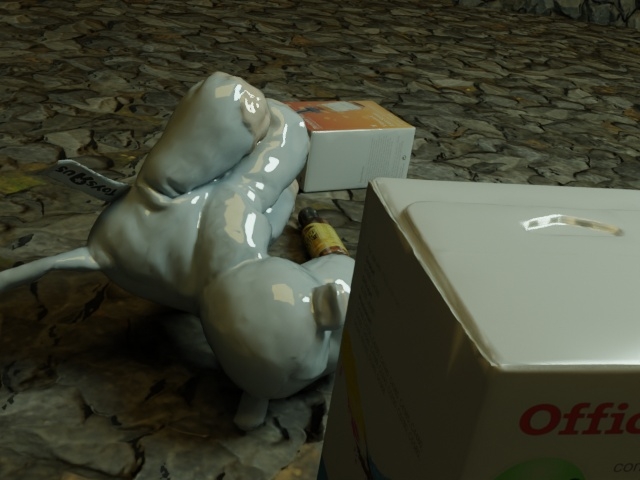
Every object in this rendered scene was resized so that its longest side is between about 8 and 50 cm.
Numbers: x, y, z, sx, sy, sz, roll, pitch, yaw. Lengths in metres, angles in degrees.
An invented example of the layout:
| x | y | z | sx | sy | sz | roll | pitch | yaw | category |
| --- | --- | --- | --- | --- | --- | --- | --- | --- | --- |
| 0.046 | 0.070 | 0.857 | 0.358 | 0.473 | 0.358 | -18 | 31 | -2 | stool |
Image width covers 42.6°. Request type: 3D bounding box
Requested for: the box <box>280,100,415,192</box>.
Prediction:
| x | y | z | sx | sy | sz | roll | pitch | yaw | category |
| --- | --- | --- | --- | --- | --- | --- | --- | --- | --- |
| 0.028 | -0.140 | 1.189 | 0.170 | 0.091 | 0.130 | -6 | 30 | -28 | box |

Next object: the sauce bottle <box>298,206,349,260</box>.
| x | y | z | sx | sy | sz | roll | pitch | yaw | category |
| --- | --- | --- | --- | --- | --- | --- | --- | --- | --- |
| 0.000 | 0.000 | 0.957 | 0.042 | 0.042 | 0.128 | 0 | 25 | -17 | sauce bottle |

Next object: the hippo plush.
| x | y | z | sx | sy | sz | roll | pitch | yaw | category |
| --- | --- | --- | --- | --- | --- | --- | --- | --- | --- |
| -0.057 | 0.007 | 0.704 | 0.236 | 0.234 | 0.294 | 38 | 18 | 27 | hippo plush |

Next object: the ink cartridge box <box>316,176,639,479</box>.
| x | y | z | sx | sy | sz | roll | pitch | yaw | category |
| --- | --- | --- | --- | --- | --- | --- | --- | --- | --- |
| 0.122 | 0.124 | 0.482 | 0.198 | 0.270 | 0.197 | 2 | 27 | -13 | ink cartridge box |
